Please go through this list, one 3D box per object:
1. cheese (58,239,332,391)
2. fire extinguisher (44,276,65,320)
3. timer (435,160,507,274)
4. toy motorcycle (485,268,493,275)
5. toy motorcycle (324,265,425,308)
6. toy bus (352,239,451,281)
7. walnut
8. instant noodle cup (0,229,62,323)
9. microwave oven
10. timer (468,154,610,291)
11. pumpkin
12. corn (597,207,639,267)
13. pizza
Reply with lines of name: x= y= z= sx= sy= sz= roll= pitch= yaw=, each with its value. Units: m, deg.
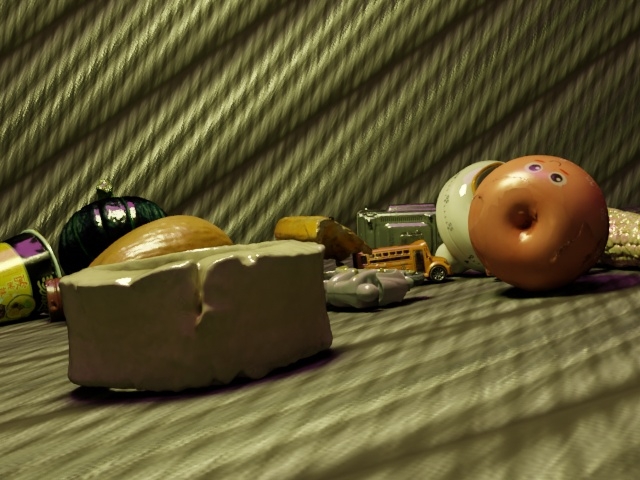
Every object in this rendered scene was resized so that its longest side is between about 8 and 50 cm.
cheese: x=-0.156 y=0.089 z=1.132 sx=0.292 sy=0.153 sz=0.332 roll=-5 pitch=5 yaw=41
fire extinguisher: x=-0.472 y=0.109 z=1.979 sx=0.268 sy=0.105 sz=0.105 roll=-8 pitch=3 yaw=-17
timer: x=0.343 y=-0.041 z=1.840 sx=0.233 sy=0.234 sz=0.240 roll=-8 pitch=-13 yaw=-23
toy motorcycle: x=0.406 y=0.032 z=1.657 sx=0.212 sy=0.084 sz=0.118 roll=-14 pitch=0 yaw=30
toy motorcycle: x=0.068 y=0.083 z=1.545 sx=0.224 sy=0.073 sz=0.152 roll=-6 pitch=6 yaw=11
toy bus: x=0.164 y=0.049 z=1.799 sx=0.194 sy=0.088 sz=0.083 roll=-7 pitch=2 yaw=-6
walnut: x=-0.257 y=0.070 z=1.382 sx=0.297 sy=0.203 sz=0.203 roll=-13 pitch=6 yaw=-36
instant noodle cup: x=-0.730 y=0.100 z=1.996 sx=0.236 sy=0.216 sz=0.215 roll=-19 pitch=10 yaw=-42
microwave oven: x=0.188 y=0.000 z=2.009 sx=0.204 sy=0.163 sz=0.129 roll=-3 pitch=6 yaw=7
timer: x=0.364 y=-0.029 z=1.485 sx=0.229 sy=0.230 sz=0.215 roll=-5 pitch=3 yaw=30
pumpkin: x=-0.428 y=-0.017 z=1.861 sx=0.247 sy=0.248 sz=0.248 roll=-7 pitch=3 yaw=0
corn: x=0.554 y=-0.006 z=1.699 sx=0.126 sy=0.127 sz=0.335 roll=-8 pitch=6 yaw=-14
pizza: x=0.000 y=0.000 z=1.728 sx=0.182 sy=0.074 sz=0.365 roll=19 pitch=-4 yaw=-9
